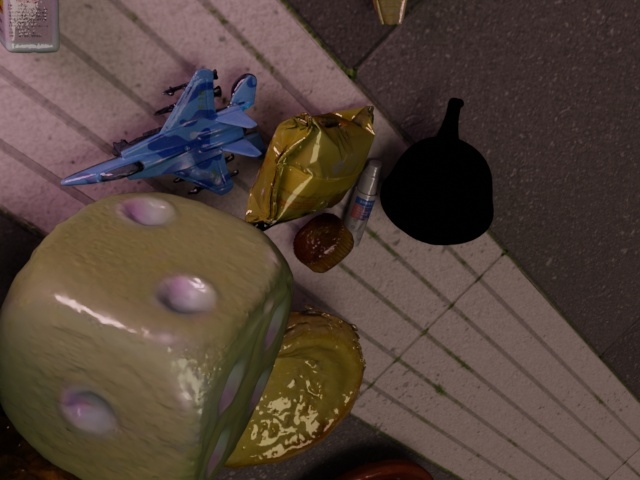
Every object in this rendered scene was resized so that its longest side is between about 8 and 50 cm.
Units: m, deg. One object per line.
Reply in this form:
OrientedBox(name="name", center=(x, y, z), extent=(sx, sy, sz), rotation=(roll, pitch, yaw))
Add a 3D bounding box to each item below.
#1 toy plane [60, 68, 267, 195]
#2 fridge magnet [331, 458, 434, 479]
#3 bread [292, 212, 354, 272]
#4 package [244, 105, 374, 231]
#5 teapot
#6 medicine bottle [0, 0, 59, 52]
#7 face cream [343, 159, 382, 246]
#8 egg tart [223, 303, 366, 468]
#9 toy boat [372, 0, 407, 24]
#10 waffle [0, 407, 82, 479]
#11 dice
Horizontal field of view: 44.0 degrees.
OrientedBox(name="toy plane", center=(-0.179, -0.108, 0.919), extent=(0.246, 0.078, 0.169), rotation=(-17, 129, -12))
OrientedBox(name="fridge magnet", center=(0.075, 0.568, 1.507), extent=(0.364, 0.155, 0.363), rotation=(-16, 128, -22))
OrientedBox(name="bread", center=(0.000, 0.000, 1.103), extent=(0.085, 0.085, 0.053), rotation=(-44, 129, 4))
OrientedBox(name="package", center=(-0.010, -0.093, 0.993), extent=(0.226, 0.090, 0.168), rotation=(-18, 140, -61))
OrientedBox(name="teapot", center=(0.174, -0.083, 1.120), extent=(0.159, 0.159, 0.232), rotation=(-22, 144, -16))
OrientedBox(name="medicine bottle", center=(-0.282, -0.246, 0.754), extent=(0.055, 0.074, 0.118), rotation=(-7, 125, -27))
OrientedBox(name="face cream", center=(0.059, -0.054, 1.130), extent=(0.034, 0.034, 0.130), rotation=(1, 120, -32))
OrientedBox(name="egg tart", center=(-0.081, 0.208, 1.178), extent=(0.315, 0.120, 0.315), rotation=(-16, 130, -19))
OrientedBox(name="toy boat", center=(0.092, -0.339, 0.922), extent=(0.065, 0.066, 0.172), rotation=(-9, 127, -30))
OrientedBox(name="waffle", center=(-0.359, 0.253, 0.942), extent=(0.291, 0.291, 0.051), rotation=(-19, 119, -19))
OrientedBox(name="dice", center=(-0.188, 0.110, 0.881), extent=(0.254, 0.250, 0.252), rotation=(22, 123, 8))
